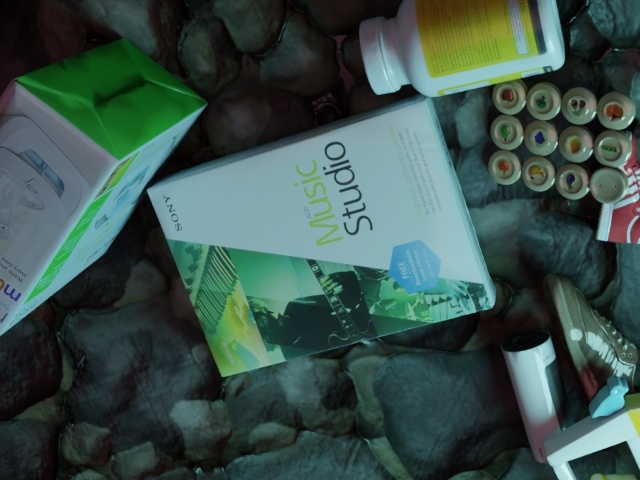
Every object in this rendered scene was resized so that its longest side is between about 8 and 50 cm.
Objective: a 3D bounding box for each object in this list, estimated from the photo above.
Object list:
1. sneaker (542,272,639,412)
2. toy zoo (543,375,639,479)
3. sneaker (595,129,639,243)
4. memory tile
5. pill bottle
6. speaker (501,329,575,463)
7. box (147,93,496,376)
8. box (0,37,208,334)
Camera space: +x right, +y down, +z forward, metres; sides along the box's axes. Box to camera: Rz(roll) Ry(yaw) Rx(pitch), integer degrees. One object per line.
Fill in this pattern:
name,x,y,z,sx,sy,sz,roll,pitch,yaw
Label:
sneaker,0.291,0.108,1.175,0.071,0.066,0.188,-23,107,2
toy zoo,0.362,0.262,1.180,0.192,0.030,0.293,-23,113,14
sneaker,0.317,-0.050,1.117,0.067,0.042,0.119,12,118,14
memory tile,0.235,-0.099,1.110,0.148,0.012,0.113,13,112,30
pill bottle,0.135,-0.196,1.079,0.184,0.103,0.103,-10,105,16
speaker,0.236,0.166,1.202,0.055,0.055,0.136,-14,104,17
box,0.000,0.000,1.201,0.322,0.058,0.232,-16,103,19
box,-0.261,-0.064,1.132,0.126,0.262,0.231,37,111,-1
